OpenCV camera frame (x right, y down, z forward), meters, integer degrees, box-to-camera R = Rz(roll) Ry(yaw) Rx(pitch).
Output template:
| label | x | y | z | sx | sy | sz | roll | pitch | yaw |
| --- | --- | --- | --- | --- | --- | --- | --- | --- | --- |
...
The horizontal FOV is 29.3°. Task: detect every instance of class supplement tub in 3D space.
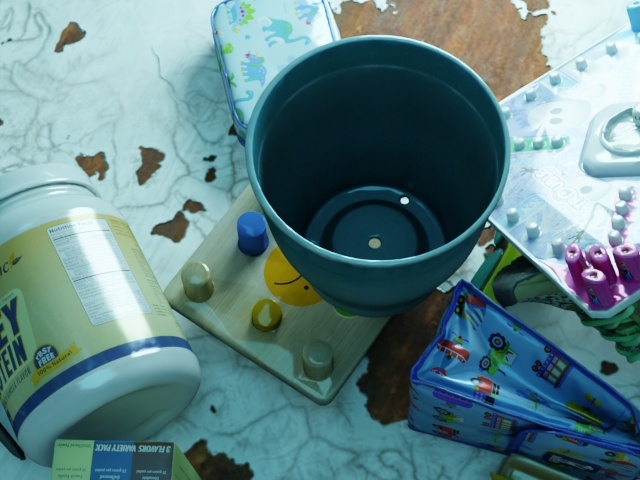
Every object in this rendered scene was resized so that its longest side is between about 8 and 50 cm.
| label | x | y | z | sx | sy | sz | roll | pitch | yaw |
| --- | --- | --- | --- | --- | --- | --- | --- | --- | --- |
| supplement tub | -0.305 | 0.088 | 1.479 | 0.228 | 0.228 | 0.316 | -27 | 68 | -8 |

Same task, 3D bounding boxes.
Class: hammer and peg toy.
| label | x | y | z | sx | sy | sz | roll | pitch | yaw |
| --- | --- | --- | --- | --- | --- | --- | --- | --- | --- |
| hammer and peg toy | 0.000 | 0.000 | 1.556 | 0.266 | 0.127 | 0.361 | 31 | 69 | 15 |

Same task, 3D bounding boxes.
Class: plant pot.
| label | x | y | z | sx | sy | sz | roll | pitch | yaw |
| --- | --- | --- | --- | --- | --- | --- | --- | --- | --- |
| plant pot | 0.060 | -0.044 | 1.362 | 0.271 | 0.255 | 0.272 | 0 | 65 | 1 |

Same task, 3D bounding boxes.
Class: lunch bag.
| label | x | y | z | sx | sy | sz | roll | pitch | yaw |
| --- | --- | --- | --- | --- | --- | --- | --- | --- | --- |
| lunch bag | 0.258 | 0.196 | 1.405 | 0.293 | 0.221 | 0.138 | 25 | 71 | 13 |
| lunch bag | -0.049 | -0.237 | 1.678 | 0.176 | 0.090 | 0.219 | -15 | 67 | -2 |

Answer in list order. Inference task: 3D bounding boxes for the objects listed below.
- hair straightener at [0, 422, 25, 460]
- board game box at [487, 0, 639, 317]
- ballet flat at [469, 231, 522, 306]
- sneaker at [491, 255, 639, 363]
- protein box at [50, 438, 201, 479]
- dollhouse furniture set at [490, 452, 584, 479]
| label | x | y | z | sx | sy | sz | roll | pitch | yaw |
| --- | --- | --- | --- | --- | --- | --- | --- | --- | --- |
| hair straightener | -0.448 | 0.201 | 1.537 | 0.230 | 0.047 | 0.089 | 37 | 74 | 17 |
| board game box | 0.358 | -0.127 | 1.388 | 0.390 | 0.050 | 0.390 | -32 | 39 | -6 |
| ballet flat | 0.246 | 0.023 | 1.564 | 0.077 | 0.077 | 0.231 | 28 | 68 | -4 |
| sneaker | 0.386 | 0.086 | 1.430 | 0.410 | 0.158 | 0.182 | 0 | 81 | -26 |
| protein box | -0.221 | 0.346 | 1.380 | 0.136 | 0.200 | 0.201 | 0 | 68 | 4 |
| dollhouse furniture set | 0.304 | 0.374 | 1.339 | 0.301 | 0.151 | 0.198 | 20 | 85 | 10 |
